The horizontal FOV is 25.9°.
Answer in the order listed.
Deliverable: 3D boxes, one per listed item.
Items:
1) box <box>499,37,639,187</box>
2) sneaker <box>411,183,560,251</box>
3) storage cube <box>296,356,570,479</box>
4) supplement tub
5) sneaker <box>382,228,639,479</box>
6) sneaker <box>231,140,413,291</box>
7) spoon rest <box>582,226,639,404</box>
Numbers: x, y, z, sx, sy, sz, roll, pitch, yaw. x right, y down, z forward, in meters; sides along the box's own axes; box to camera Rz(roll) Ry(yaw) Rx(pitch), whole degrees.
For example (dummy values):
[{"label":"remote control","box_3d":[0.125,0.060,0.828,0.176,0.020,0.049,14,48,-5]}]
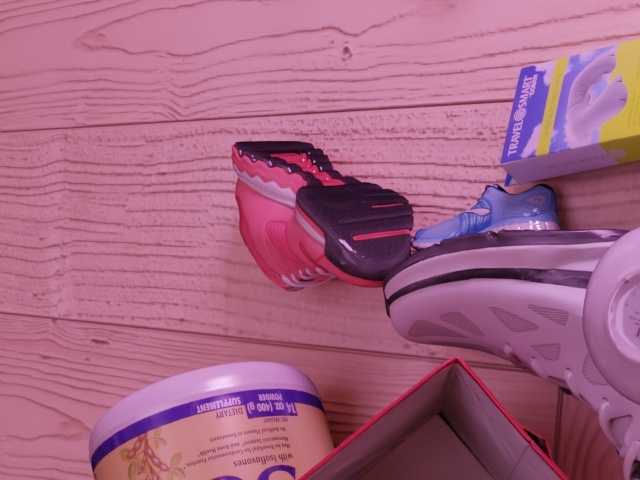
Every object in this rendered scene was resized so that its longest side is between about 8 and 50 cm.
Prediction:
[{"label":"box","box_3d":[0.231,-0.113,1.219,0.178,0.042,0.109,-10,55,43]},{"label":"sneaker","box_3d":[0.158,-0.013,1.299,0.162,0.063,0.073,-12,57,39]},{"label":"storage cube","box_3d":[0.094,0.244,1.140,0.215,0.193,0.184,-36,71,-15]},{"label":"supplement tub","box_3d":[-0.078,0.309,1.338,0.241,0.241,0.331,-35,60,35]},{"label":"sneaker","box_3d":[0.227,0.126,1.116,0.447,0.169,0.258,-4,79,42]},{"label":"sneaker","box_3d":[0.000,0.000,1.405,0.314,0.115,0.136,-139,51,-57]},{"label":"spoon rest","box_3d":[0.301,0.076,0.962,0.276,0.084,0.137,24,101,41]}]
